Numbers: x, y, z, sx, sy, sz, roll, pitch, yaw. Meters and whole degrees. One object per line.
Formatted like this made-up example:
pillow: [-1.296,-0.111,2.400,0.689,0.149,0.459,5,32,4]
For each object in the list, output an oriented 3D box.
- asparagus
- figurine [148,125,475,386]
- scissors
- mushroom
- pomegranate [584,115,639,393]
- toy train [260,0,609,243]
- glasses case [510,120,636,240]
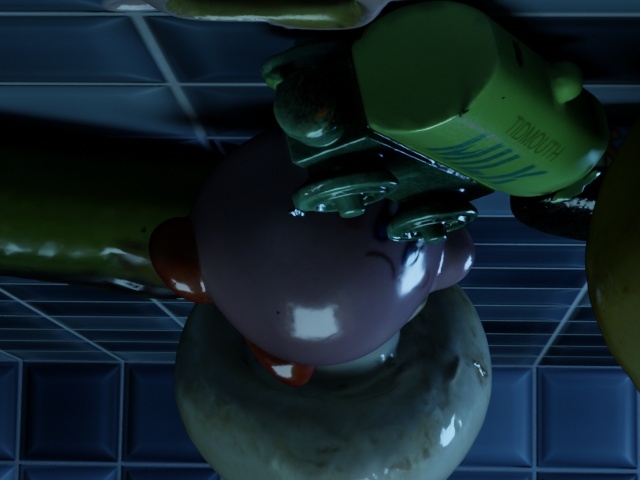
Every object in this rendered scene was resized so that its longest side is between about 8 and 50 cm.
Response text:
asparagus: [-0.212,-0.023,1.355,0.382,0.108,0.128,7,-175,-33]
figurine: [0.000,0.000,1.314,0.173,0.173,0.173,1,172,0]
scissors: [0.048,-0.127,0.923,0.317,0.024,0.160,1,170,4]
mushroom: [0.012,0.094,1.798,0.297,0.297,0.290,1,135,1]
pomegranate: [0.258,0.005,1.123,0.233,0.233,0.233,1,172,0]
toy train: [0.074,-0.067,1.116,0.157,0.105,0.253,-18,165,20]
glasses case: [0.283,-0.039,1.289,0.321,0.082,0.122,-2,172,9]
